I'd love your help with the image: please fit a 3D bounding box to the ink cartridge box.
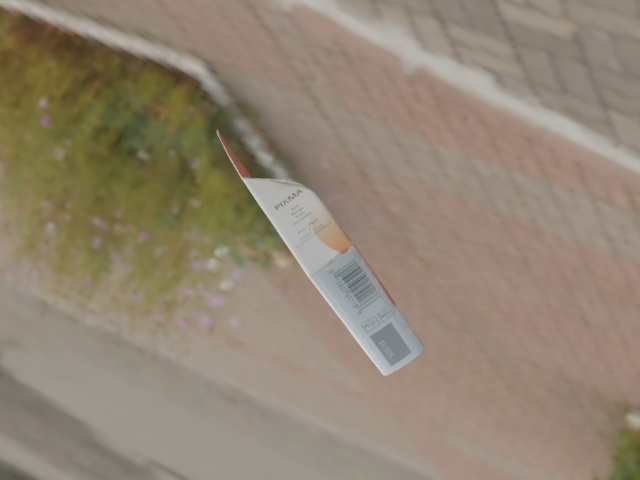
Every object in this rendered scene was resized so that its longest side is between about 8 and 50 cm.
[{"bbox_3d":[0.000,0.000,1.296,0.145,0.045,0.179,54,-177,-48],"label":"ink cartridge box"}]
